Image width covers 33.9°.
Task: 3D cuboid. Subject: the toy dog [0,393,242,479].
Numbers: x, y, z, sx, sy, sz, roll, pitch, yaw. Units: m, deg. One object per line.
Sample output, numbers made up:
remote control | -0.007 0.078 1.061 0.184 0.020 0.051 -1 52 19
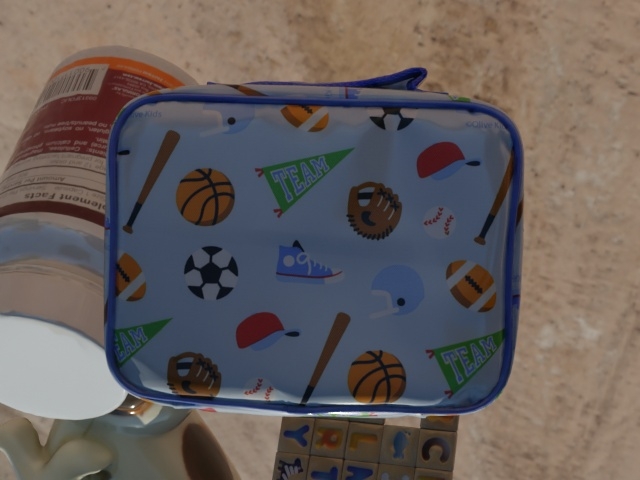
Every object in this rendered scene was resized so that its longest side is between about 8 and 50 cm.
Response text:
toy dog | -0.247 0.273 1.405 0.395 0.284 0.408 5 112 22

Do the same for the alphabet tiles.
alphabet tiles | 0.043 0.228 1.084 0.198 0.237 0.009 1 162 25

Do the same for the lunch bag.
lunch bag | 0.000 0.000 0.743 0.303 0.243 0.115 2 180 -2

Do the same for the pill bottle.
pill bottle | -0.257 -0.015 1.179 0.224 0.392 0.224 6 140 5
